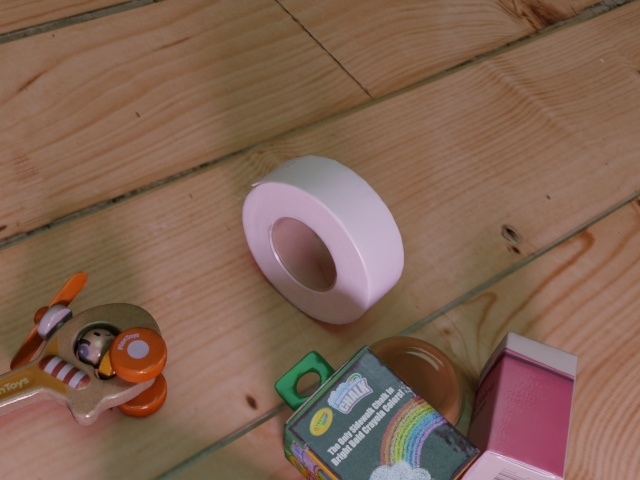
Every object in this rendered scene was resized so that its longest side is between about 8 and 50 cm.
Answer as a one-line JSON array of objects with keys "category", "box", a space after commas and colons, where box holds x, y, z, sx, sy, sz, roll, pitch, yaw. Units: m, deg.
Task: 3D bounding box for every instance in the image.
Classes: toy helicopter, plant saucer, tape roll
[{"category": "toy helicopter", "box": [-0.416, 0.190, 1.222, 0.355, 0.140, 0.235, -22, 58, -25]}, {"category": "plant saucer", "box": [0.155, 0.246, 1.380, 0.200, 0.037, 0.200, 7, 52, -9]}, {"category": "tape roll", "box": [0.000, 0.000, 1.375, 0.286, 0.286, 0.100, 40, 54, 17]}]

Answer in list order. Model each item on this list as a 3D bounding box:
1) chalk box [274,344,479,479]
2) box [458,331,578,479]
[{"category": "chalk box", "box": [0.059, 0.295, 1.212, 0.180, 0.179, 0.289, -40, 70, -21]}, {"category": "box", "box": [0.321, 0.293, 1.312, 0.127, 0.148, 0.232, 20, 50, 3]}]
